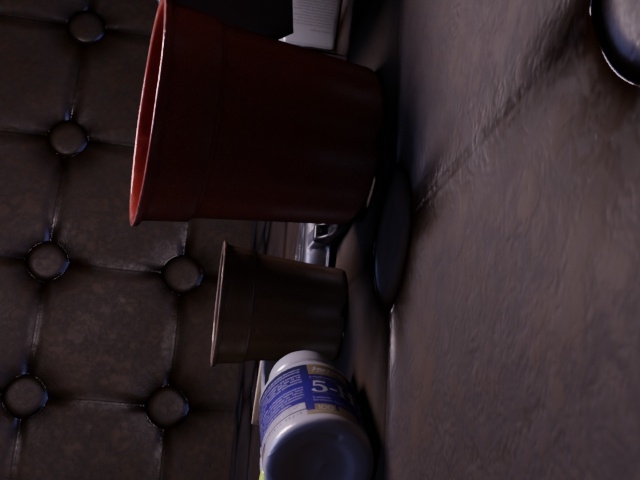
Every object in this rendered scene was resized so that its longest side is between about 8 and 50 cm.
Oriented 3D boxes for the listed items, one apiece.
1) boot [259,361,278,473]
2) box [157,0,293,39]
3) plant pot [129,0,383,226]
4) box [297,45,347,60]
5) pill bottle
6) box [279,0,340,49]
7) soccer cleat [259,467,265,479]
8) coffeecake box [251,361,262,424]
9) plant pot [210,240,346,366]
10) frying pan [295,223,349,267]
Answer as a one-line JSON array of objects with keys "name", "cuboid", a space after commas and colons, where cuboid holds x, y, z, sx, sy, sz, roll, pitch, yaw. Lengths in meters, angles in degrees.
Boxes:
[{"name": "boot", "cuboid": [-0.053, 0.253, 1.150, 0.123, 0.095, 0.258, 130, 144, -63]}, {"name": "box", "cuboid": [-0.179, -0.445, 1.093, 0.343, 0.179, 0.313, 97, 148, -83]}, {"name": "plant pot", "cuboid": [-0.080, -0.136, 0.972, 0.272, 0.265, 0.273, -173, 90, -73]}, {"name": "box", "cuboid": [-0.049, -0.213, 1.366, 0.262, 0.126, 0.231, -118, 35, -75]}, {"name": "pill bottle", "cuboid": [-0.011, 0.196, 0.865, 0.187, 0.112, 0.112, -111, 29, -71]}, {"name": "box", "cuboid": [-0.015, -0.429, 1.417, 0.130, 0.091, 0.171, -120, 37, -75]}, {"name": "soccer cleat", "cuboid": [-0.038, 0.376, 0.992, 0.121, 0.093, 0.289, 100, 174, -68]}, {"name": "coffeecake box", "cuboid": [-0.063, 0.191, 1.300, 0.185, 0.068, 0.142, -87, 6, -67]}, {"name": "plant pot", "cuboid": [-0.057, 0.091, 1.067, 0.167, 0.165, 0.167, -174, 90, -81]}, {"name": "frying pan", "cuboid": [-0.003, 0.029, 1.176, 0.326, 0.053, 0.197, -145, 61, -84]}]
